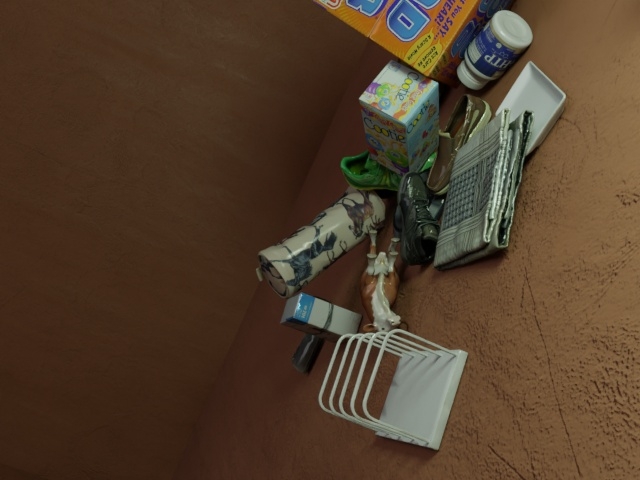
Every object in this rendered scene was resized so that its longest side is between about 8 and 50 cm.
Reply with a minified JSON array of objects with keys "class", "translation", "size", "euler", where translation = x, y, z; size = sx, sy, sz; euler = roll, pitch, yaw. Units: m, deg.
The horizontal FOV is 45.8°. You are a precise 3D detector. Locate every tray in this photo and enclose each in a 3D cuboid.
[{"class":"tray","translation":[0.448,-0.280,1.608],"size":[0.145,0.030,0.270],"euler":[-61,14,24]}]

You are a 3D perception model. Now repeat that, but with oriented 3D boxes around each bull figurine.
[{"class":"bull figurine","translation":[0.150,0.103,1.874],"size":[0.310,0.101,0.188],"euler":[-89,2,-70]}]

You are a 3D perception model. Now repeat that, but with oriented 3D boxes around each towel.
[{"class":"towel","translation":[0.333,-0.103,1.618],"size":[0.324,0.056,0.312],"euler":[144,143,-71]}]

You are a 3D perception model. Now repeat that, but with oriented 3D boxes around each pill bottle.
[{"class":"pill bottle","translation":[0.420,-0.460,1.858],"size":[0.187,0.112,0.112],"euler":[-50,20,52]}]

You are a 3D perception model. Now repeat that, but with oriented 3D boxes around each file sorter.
[{"class":"file sorter","translation":[0.134,0.290,1.530],"size":[0.193,0.173,0.277],"euler":[-70,14,-15]}]

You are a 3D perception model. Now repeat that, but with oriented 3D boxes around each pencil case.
[{"class":"pencil case","translation":[0.000,0.000,2.240],"size":[0.410,0.160,0.183],"euler":[-37,14,-16]}]

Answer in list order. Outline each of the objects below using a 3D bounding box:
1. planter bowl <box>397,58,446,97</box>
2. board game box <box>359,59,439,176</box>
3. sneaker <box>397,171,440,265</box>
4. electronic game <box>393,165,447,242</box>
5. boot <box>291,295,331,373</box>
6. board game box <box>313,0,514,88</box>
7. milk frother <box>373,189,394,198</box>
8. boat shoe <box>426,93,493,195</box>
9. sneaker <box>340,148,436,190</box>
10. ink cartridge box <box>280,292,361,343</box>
[{"class":"planter bowl","translation":[0.315,-0.477,2.258],"size":[0.090,0.217,0.217],"euler":[7,68,35]},{"class":"board game box","translation":[0.207,-0.302,1.939],"size":[0.144,0.142,0.275],"euler":[-51,-22,-15]},{"class":"sneaker","translation":[0.246,-0.056,1.809],"size":[0.130,0.087,0.228],"euler":[171,100,-64]},{"class":"electronic game","translation":[0.263,-0.095,1.971],"size":[0.229,0.048,0.229],"euler":[-50,23,30]},{"class":"boot","translation":[-0.028,0.298,2.418],"size":[0.190,0.076,0.209],"euler":[-102,31,-72]},{"class":"board game box","translation":[0.268,-0.643,1.921],"size":[0.357,0.356,0.356],"euler":[-58,-14,17]},{"class":"milk frother","translation":[0.188,-0.218,2.295],"size":[0.129,0.134,0.143],"euler":[0,67,47]},{"class":"boat shoe","translation":[0.316,-0.238,1.845],"size":[0.095,0.095,0.257],"euler":[25,89,56]},{"class":"sneaker","translation":[0.185,-0.201,2.118],"size":[0.295,0.123,0.109],"euler":[-5,64,32]},{"class":"ink cartridge box","translation":[0.000,0.222,2.139],"size":[0.139,0.190,0.082],"euler":[-35,35,67]}]
